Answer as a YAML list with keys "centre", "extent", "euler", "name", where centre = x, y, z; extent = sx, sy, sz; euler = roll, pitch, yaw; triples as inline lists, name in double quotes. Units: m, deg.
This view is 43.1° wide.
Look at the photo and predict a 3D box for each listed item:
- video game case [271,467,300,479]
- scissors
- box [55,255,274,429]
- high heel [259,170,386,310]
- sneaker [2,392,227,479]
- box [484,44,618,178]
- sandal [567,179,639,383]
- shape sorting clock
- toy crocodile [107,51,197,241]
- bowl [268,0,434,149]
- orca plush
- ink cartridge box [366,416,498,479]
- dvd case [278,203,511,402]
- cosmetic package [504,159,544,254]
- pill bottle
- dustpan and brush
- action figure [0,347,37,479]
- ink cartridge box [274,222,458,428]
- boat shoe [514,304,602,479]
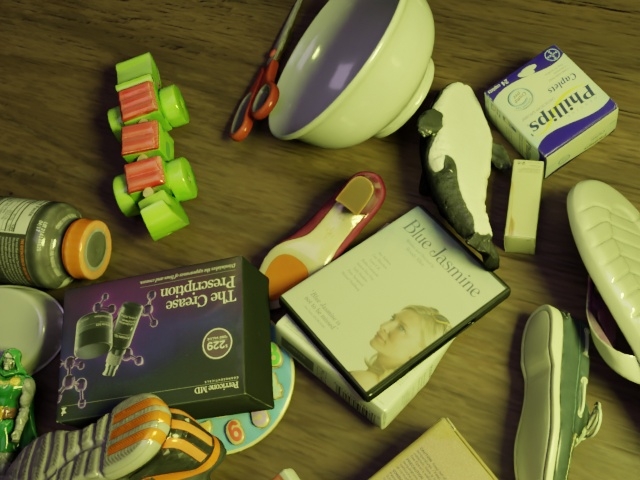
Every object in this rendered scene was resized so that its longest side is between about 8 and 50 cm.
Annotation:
- centre: [-0.078, 0.434, 0.934]
  extent: [0.285, 0.025, 0.204]
  euler: [-45, 64, 12]
  name: "video game case"
- centre: [-0.085, -0.278, 1.288]
  extent: [0.109, 0.021, 0.297]
  euler: [-34, 35, 42]
  name: "scissors"
- centre: [-0.201, 0.140, 1.057]
  extent: [0.261, 0.103, 0.184]
  euler: [-12, 67, 15]
  name: "box"
- centre: [0.000, 0.000, 1.148]
  extent: [0.082, 0.117, 0.244]
  euler: [37, 101, 8]
  name: "high heel"
- centre: [-0.252, 0.309, 1.010]
  extent: [0.321, 0.180, 0.124]
  euler: [-25, 42, 29]
  name: "sneaker"
- centre: [0.320, -0.180, 1.132]
  extent: [0.126, 0.072, 0.137]
  euler: [-35, 65, -3]
  name: "box"
- centre: [0.380, 0.113, 0.970]
  extent: [0.102, 0.169, 0.416]
  euler: [-41, 56, 39]
  name: "sandal"
- centre: [-0.136, 0.184, 1.095]
  extent: [0.206, 0.040, 0.206]
  euler: [-5, 66, 11]
  name: "shape sorting clock"
- centre: [-0.263, -0.149, 1.233]
  extent: [0.115, 0.105, 0.340]
  euler: [-15, 64, 6]
  name: "toy crocodile"
- centre: [0.065, -0.240, 1.150]
  extent: [0.298, 0.134, 0.297]
  euler: [-42, 31, 32]
  name: "bowl"
- centre: [0.187, -0.083, 1.128]
  extent: [0.151, 0.102, 0.287]
  euler: [1, 61, -32]
  name: "orca plush"
- centre: [0.146, 0.358, 0.929]
  extent: [0.193, 0.088, 0.234]
  euler: [-37, 64, -6]
  name: "ink cartridge box"
- centre: [0.099, 0.073, 1.060]
  extent: [0.253, 0.022, 0.180]
  euler: [-33, 62, -22]
  name: "dvd case"
- centre: [0.274, -0.045, 1.091]
  extent: [0.041, 0.060, 0.115]
  euler: [6, 67, 16]
  name: "cosmetic package"
- centre: [-0.436, 0.003, 1.193]
  extent: [0.246, 0.130, 0.130]
  euler: [6, 69, 15]
  name: "pill bottle"
- centre: [-0.400, 0.125, 1.180]
  extent: [0.211, 0.060, 0.147]
  euler: [-12, 77, 14]
  name: "dustpan and brush"
- centre: [-0.439, 0.263, 1.106]
  extent: [0.137, 0.063, 0.232]
  euler: [4, 77, 2]
  name: "action figure"
- centre: [0.085, 0.107, 1.084]
  extent: [0.189, 0.066, 0.232]
  euler: [36, 57, 23]
  name: "ink cartridge box"
- centre: [0.282, 0.202, 0.963]
  extent: [0.079, 0.095, 0.254]
  euler: [19, 56, -13]
  name: "boat shoe"
